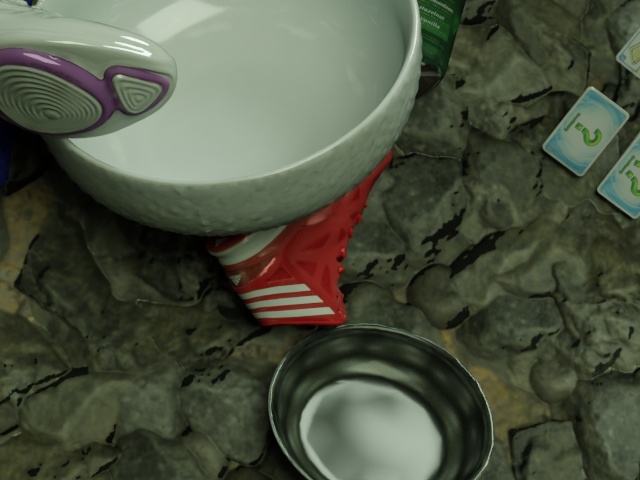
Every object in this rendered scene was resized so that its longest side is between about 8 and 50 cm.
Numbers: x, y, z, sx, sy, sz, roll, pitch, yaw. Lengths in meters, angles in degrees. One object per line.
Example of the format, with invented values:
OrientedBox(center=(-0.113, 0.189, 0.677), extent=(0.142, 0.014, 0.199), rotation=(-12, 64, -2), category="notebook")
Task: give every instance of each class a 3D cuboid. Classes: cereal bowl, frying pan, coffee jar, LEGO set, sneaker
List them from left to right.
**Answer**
OrientedBox(center=(-0.259, -0.166, 1.531), extent=(0.305, 0.114, 0.152), rotation=(6, 53, 8), category="sneaker")
OrientedBox(center=(-0.077, -0.132, 1.649), extent=(0.339, 0.141, 0.339), rotation=(-4, 51, 5), category="cereal bowl")
OrientedBox(center=(0.000, 0.000, 1.718), extent=(0.221, 0.087, 0.128), rotation=(-36, 111, -32), category="sneaker")
OrientedBox(center=(0.094, -0.229, 1.796), extent=(0.079, 0.096, 0.184), rotation=(23, 68, -14), category="coffee jar")
OrientedBox(center=(0.104, 0.188, 1.643), extent=(0.326, 0.053, 0.197), rotation=(32, 49, 13), category="frying pan")
OrientedBox(center=(0.352, -0.123, 1.803), extent=(0.182, 0.060, 0.244), rotation=(37, 103, -5), category="LEGO set")

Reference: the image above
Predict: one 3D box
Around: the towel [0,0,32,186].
OrientedBox(center=(-0.357, -0.196, 1.649), extent=(0.228, 0.076, 0.308), rotation=(8, 71, -9), category="towel")
